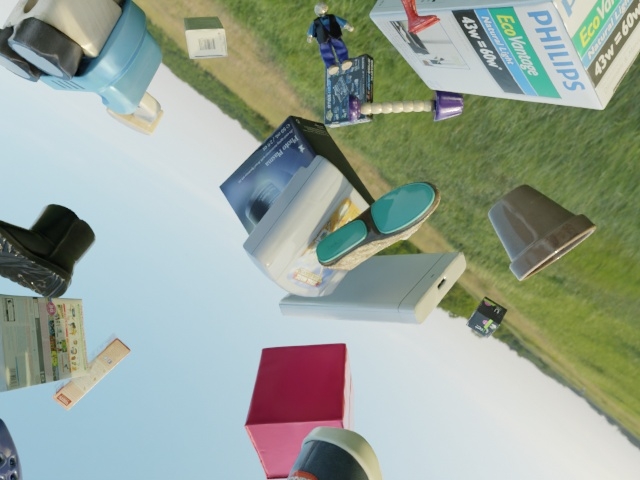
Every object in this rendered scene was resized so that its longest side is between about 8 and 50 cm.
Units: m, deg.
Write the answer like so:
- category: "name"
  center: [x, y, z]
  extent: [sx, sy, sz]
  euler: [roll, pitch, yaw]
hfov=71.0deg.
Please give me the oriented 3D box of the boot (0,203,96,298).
- category: "boot"
  center: [-0.596, -0.015, 0.914]
  extent: [0.246, 0.094, 0.207]
  euler: [42, -163, -31]

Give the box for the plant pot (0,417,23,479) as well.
- category: "plant pot"
  center: [-0.627, 0.465, 0.712]
  extent: [0.236, 0.236, 0.211]
  euler: [-85, -26, -73]

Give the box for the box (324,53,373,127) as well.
- category: "box"
  center: [0.098, -0.517, 1.562]
  extent: [0.175, 0.220, 0.051]
  euler: [0, 180, 37]

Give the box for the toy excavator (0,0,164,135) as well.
- category: "toy excavator"
  center: [-0.462, -0.364, 0.994]
  extent: [0.433, 0.222, 0.445]
  euler: [16, 167, 37]

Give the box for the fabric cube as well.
- category: "fabric cube"
  center: [-0.039, 0.473, 1.252]
  extent: [0.258, 0.255, 0.258]
  euler: [-85, -12, -57]

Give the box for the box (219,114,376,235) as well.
- category: "box"
  center: [-0.059, -0.115, 1.188]
  extent: [0.293, 0.296, 0.183]
  euler: [56, -153, 11]

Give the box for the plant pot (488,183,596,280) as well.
- category: "plant pot"
  center: [0.641, -0.041, 1.364]
  extent: [0.229, 0.263, 0.263]
  euler: [56, -169, 21]

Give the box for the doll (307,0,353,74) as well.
- category: "doll"
  center: [0.029, -0.551, 1.208]
  extent: [0.046, 0.129, 0.188]
  euler: [11, -120, -86]

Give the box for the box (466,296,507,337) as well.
- category: "box"
  center: [0.402, 0.187, 1.088]
  extent: [0.062, 0.052, 0.083]
  euler: [32, 151, 18]

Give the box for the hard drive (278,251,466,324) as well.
- category: "hard drive"
  center: [0.106, 0.098, 0.986]
  extent: [0.353, 0.233, 0.047]
  euler: [-6, 112, 42]

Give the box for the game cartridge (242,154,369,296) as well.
- category: "game cartridge"
  center: [0.000, 0.000, 0.747]
  extent: [0.062, 0.198, 0.297]
  euler: [33, 180, 26]

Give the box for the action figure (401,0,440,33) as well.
- category: "action figure"
  center: [0.051, -0.197, 0.291]
  extent: [0.115, 0.030, 0.038]
  euler: [65, -149, -12]

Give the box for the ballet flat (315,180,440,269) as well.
- category: "ballet flat"
  center: [0.087, -0.017, 0.651]
  extent: [0.067, 0.206, 0.073]
  euler: [27, -137, -48]

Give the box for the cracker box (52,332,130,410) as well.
- category: "cracker box"
  center: [-0.712, 0.400, 1.400]
  extent: [0.067, 0.232, 0.156]
  euler: [50, 156, -16]

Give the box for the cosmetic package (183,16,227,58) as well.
- category: "cosmetic package"
  center: [-0.185, -0.325, 0.715]
  extent: [0.115, 0.061, 0.041]
  euler: [-114, 19, -53]

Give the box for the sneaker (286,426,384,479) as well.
- category: "sneaker"
  center: [0.047, 0.413, 0.557]
  extent: [0.349, 0.131, 0.148]
  euler: [61, -143, -10]

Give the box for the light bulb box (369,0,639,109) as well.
- category: "light bulb box"
  center: [0.337, -0.436, 0.710]
  extent: [0.225, 0.357, 0.361]
  euler: [30, -177, -39]

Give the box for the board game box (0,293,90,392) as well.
- category: "board game box"
  center: [-0.734, 0.259, 1.150]
  extent: [0.303, 0.098, 0.223]
  euler: [55, -157, -78]

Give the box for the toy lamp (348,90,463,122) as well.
- category: "toy lamp"
  center: [0.207, -0.330, 1.102]
  extent: [0.275, 0.080, 0.080]
  euler: [1, -177, 5]
